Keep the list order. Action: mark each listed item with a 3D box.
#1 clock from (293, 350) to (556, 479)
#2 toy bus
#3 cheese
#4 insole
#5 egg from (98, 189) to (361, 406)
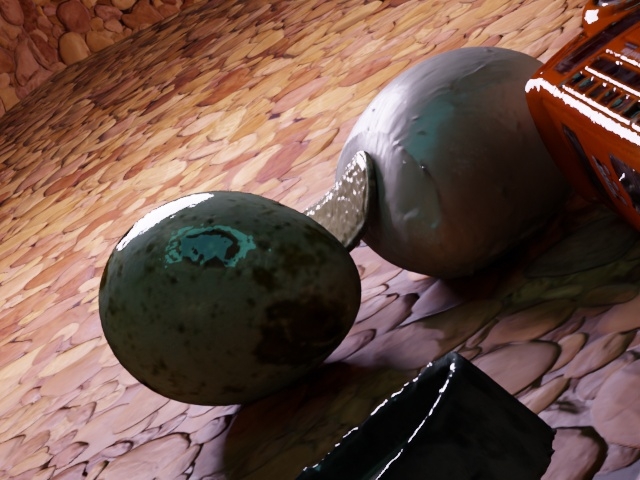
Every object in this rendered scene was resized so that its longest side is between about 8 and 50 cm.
[{"bbox_3d":[-0.015,0.181,0.813,0.312,0.061,0.312,-46,0,0],"label":"clock"},{"bbox_3d":[0.241,-0.084,1.133,0.153,0.143,0.329,-32,18,1],"label":"toy bus"},{"bbox_3d":[0.111,-0.067,1.308,0.189,0.154,0.198,-31,17,-12],"label":"cheese"},{"bbox_3d":[0.000,0.000,1.359,0.011,0.081,0.248,2,-24,-18],"label":"insole"},{"bbox_3d":[-0.069,0.044,1.295,0.231,0.169,0.169,-6,30,40],"label":"egg"}]
